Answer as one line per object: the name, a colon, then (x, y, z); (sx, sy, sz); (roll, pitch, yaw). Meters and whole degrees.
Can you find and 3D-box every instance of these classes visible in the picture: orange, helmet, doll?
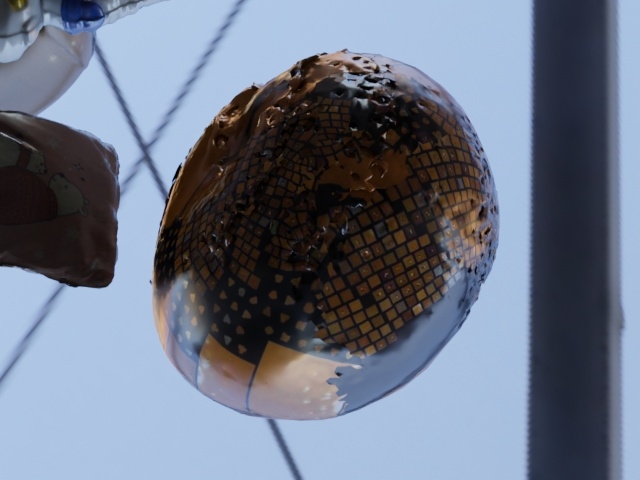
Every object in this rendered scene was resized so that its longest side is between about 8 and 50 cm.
orange: (0.000, 0.000, 1.161); (0.234, 0.182, 0.234); (-37, -155, 21)
helmet: (-0.256, -0.160, 1.508); (0.198, 0.224, 0.130); (-38, -127, 8)
doll: (-0.165, -0.183, 1.376); (0.114, 0.057, 0.227); (27, -132, 28)

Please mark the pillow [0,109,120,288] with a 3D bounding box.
pillow: (-0.249, -0.039, 1.242); (0.248, 0.049, 0.135); (14, -131, -19)
